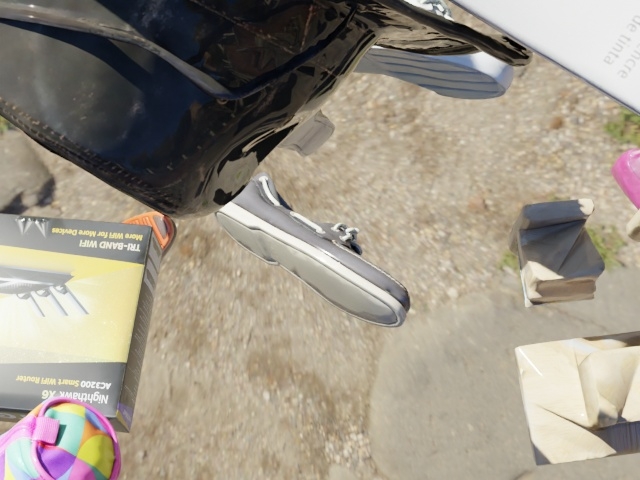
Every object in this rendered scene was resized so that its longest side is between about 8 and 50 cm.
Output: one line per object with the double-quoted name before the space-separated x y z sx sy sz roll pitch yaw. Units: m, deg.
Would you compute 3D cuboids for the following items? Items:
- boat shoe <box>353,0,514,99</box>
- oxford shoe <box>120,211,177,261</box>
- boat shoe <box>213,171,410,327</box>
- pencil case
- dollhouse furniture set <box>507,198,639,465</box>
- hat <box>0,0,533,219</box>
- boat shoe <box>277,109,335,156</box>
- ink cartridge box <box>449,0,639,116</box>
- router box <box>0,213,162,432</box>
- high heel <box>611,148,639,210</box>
"boat shoe" 0.068 -0.175 0.838 0.083 0.226 0.076 32 82 -49
"oxford shoe" -0.313 0.032 1.751 0.271 0.098 0.097 -38 70 38
"boat shoe" 0.000 0.000 0.837 0.206 0.075 0.065 29 66 34
"pencil case" -0.279 0.227 0.898 0.236 0.104 0.104 -37 98 27
"dollhouse furniture set" 0.400 0.151 1.052 0.394 0.256 0.362 -7 73 0
"hat" -0.071 -0.085 0.460 0.331 0.331 0.134 20 98 -6
"boat shoe" -0.053 -0.209 1.640 0.112 0.335 0.095 -45 81 1
"ink cartridge box" 0.158 -0.111 0.468 0.261 0.296 0.066 33 115 -1
"router box" -0.365 0.094 1.244 0.309 0.081 0.243 4 67 4
"high heel" 0.512 -0.025 1.518 0.082 0.117 0.244 -28 86 -22
